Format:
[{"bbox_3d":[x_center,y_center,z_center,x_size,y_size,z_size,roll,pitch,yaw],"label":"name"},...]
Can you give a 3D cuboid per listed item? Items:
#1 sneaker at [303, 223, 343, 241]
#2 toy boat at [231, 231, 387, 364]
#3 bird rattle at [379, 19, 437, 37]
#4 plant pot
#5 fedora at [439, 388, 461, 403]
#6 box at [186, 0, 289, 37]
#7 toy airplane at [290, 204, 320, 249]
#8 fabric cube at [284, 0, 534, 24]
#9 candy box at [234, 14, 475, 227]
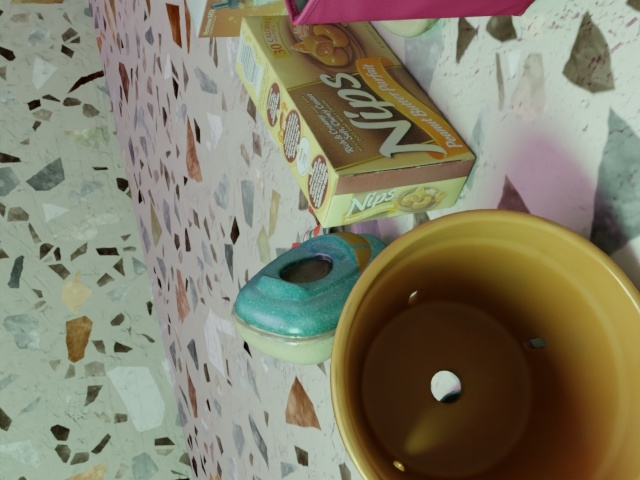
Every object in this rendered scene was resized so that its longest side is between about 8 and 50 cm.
[{"bbox_3d":[0.034,0.040,1.127,0.075,0.057,0.161,-38,71,40],"label":"sneaker"},{"bbox_3d":[0.059,0.061,0.926,0.318,0.267,0.148,11,120,32],"label":"toy boat"},{"bbox_3d":[0.066,-0.332,0.849,0.207,0.143,0.253,61,156,3],"label":"bird rattle"},{"bbox_3d":[0.145,0.137,0.692,0.203,0.291,0.291,108,148,-74],"label":"plant pot"},{"bbox_3d":[0.167,0.349,0.836,0.334,0.152,0.334,34,129,57],"label":"fedora"},{"bbox_3d":[-0.117,-0.403,1.155,0.130,0.170,0.091,125,131,-58],"label":"box"},{"bbox_3d":[0.000,0.000,1.214,0.151,0.028,0.151,21,119,44],"label":"toy airplane"},{"bbox_3d":[0.103,-0.353,0.589,0.259,0.258,0.254,-34,68,63],"label":"fabric cube"},{"bbox_3d":[0.030,-0.165,0.906,0.087,0.183,0.316,107,145,-46],"label":"candy box"}]
